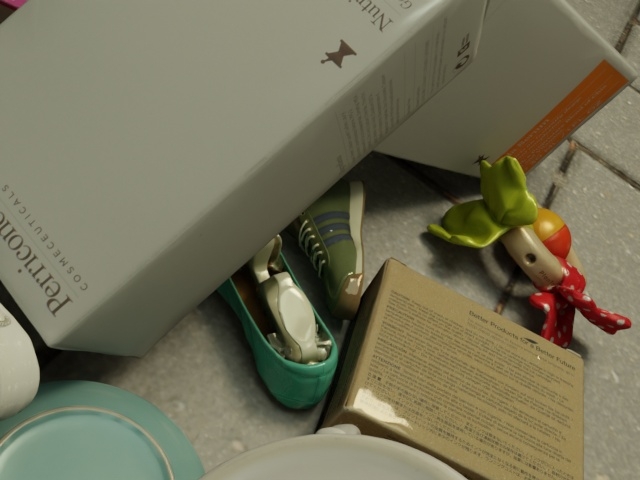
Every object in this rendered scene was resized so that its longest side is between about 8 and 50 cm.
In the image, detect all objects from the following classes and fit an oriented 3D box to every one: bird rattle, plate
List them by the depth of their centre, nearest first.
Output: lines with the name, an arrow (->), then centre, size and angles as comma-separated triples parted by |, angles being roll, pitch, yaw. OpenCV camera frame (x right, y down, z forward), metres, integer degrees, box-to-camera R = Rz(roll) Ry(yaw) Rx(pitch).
plate -> -0.160, 0.172, 0.462 | 0.188, 0.024, 0.188 | 17, 44, -18
bird rattle -> 0.274, 0.008, 0.859 | 0.253, 0.143, 0.207 | 43, 29, 7

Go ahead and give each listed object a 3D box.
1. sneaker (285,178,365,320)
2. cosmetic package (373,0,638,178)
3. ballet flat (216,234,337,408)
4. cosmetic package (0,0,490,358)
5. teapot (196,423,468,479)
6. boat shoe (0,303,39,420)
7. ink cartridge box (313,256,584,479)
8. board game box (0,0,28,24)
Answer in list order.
sneaker -> 0.000, 0.000, 0.761 | 0.086, 0.064, 0.192 | 12, 47, -9
cosmetic package -> 0.181, -0.212, 0.821 | 0.453, 0.230, 0.161 | 3, 48, -53
ballet flat -> -0.052, 0.040, 0.675 | 0.083, 0.087, 0.247 | -12, 59, -35
cosmetic package -> -0.084, -0.115, 0.531 | 0.385, 0.156, 0.217 | -43, 77, -5
teapot -> 0.008, 0.244, 0.386 | 0.256, 0.187, 0.252 | -34, 45, -27
boat shoe -> -0.311, 0.014, 0.498 | 0.367, 0.136, 0.156 | 27, 15, 33
ink cartridge box -> 0.130, 0.153, 0.675 | 0.235, 0.088, 0.193 | 28, 43, -4
board game box -> -0.224, -0.314, 0.841 | 0.224, 0.097, 0.303 | 24, 57, -10
